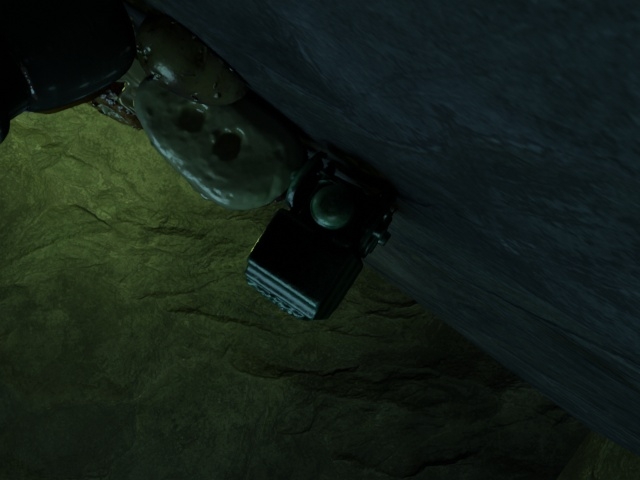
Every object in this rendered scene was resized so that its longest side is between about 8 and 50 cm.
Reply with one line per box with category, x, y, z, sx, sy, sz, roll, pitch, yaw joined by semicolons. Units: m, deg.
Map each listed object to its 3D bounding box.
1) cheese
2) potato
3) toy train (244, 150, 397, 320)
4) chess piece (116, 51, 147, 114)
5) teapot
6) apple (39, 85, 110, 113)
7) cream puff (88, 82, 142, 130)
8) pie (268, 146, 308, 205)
cheese;-0.156;-0.158;1.162;0.248;0.174;0.251;36;173;34
potato;-0.196;-0.239;1.044;0.172;0.089;0.100;38;175;0
toy train;0.000;0.000;1.139;0.166;0.238;0.299;33;178;10
chess piece;-0.450;-0.384;1.545;0.300;0.137;0.137;34;178;-19
teapot;-0.402;-0.255;0.993;0.305;0.285;0.223;6;136;52
apple;-0.468;-0.328;1.290;0.246;0.246;0.226;36;-177;15
cream puff;-0.494;-0.377;1.800;0.240;0.164;0.240;23;177;1
pie;-0.082;-0.108;1.252;0.038;0.153;0.153;54;168;-33
